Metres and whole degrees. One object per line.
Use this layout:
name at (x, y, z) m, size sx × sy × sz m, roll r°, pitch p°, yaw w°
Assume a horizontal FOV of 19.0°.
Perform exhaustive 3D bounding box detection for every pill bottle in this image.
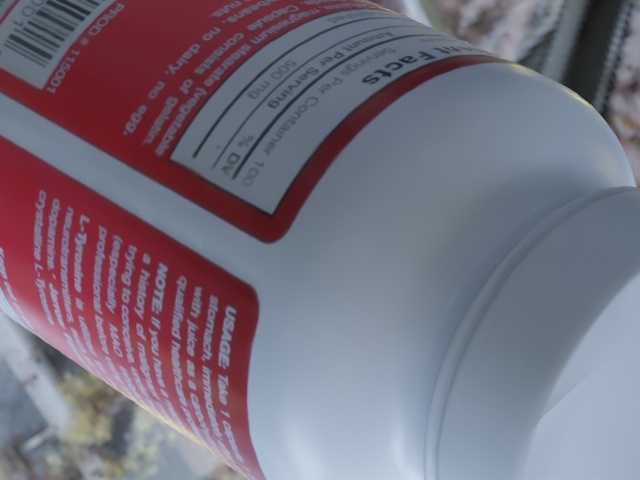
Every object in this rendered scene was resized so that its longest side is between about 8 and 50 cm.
pill bottle at (0.000, 0.000, 0.916) m, size 0.229 × 0.229 × 0.408 m, roll -40°, pitch -133°, yaw -23°
